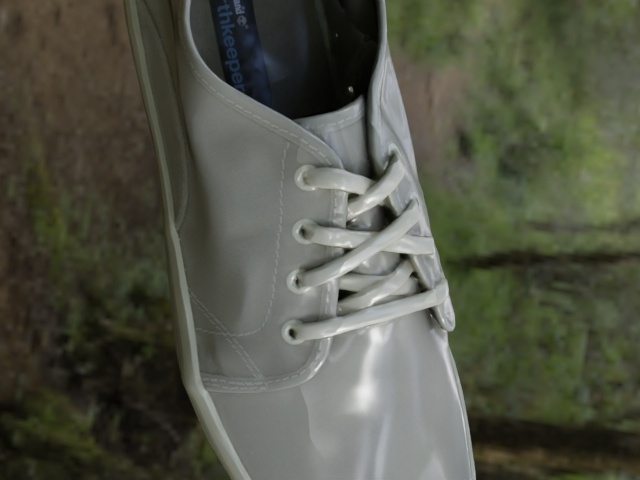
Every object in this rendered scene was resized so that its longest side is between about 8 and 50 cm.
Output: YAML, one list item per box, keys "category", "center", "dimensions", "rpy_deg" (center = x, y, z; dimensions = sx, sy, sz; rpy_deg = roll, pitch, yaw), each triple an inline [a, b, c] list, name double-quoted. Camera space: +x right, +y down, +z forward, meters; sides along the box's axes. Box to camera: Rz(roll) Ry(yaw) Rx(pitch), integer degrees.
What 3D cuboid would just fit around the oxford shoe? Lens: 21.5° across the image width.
- category: "oxford shoe"
  center: [0.000, 0.000, 0.946]
  dimensions: [0.130, 0.169, 0.449]
  rpy_deg: [-1, -74, 58]
